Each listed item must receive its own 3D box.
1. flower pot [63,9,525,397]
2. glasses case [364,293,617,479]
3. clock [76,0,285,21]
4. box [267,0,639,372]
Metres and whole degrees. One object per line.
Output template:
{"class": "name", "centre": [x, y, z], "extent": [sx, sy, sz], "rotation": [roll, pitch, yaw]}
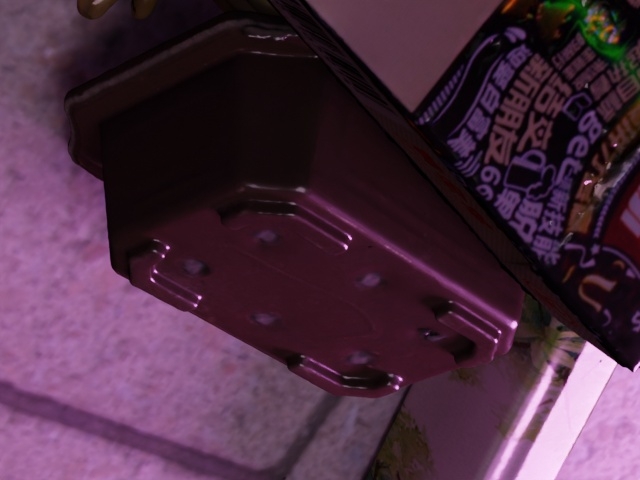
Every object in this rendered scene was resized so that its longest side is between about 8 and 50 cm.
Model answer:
{"class": "flower pot", "centre": [0.000, 0.000, 0.937], "extent": [0.179, 0.084, 0.251], "rotation": [-22, 140, 36]}
{"class": "glasses case", "centre": [0.105, 0.086, 1.094], "extent": [0.062, 0.095, 0.272], "rotation": [11, 115, -32]}
{"class": "clock", "centre": [0.036, -0.177, 0.892], "extent": [0.308, 0.096, 0.235], "rotation": [-13, 125, -16]}
{"class": "box", "centre": [0.103, -0.111, 0.830], "extent": [0.198, 0.084, 0.310], "rotation": [-48, 125, -4]}
